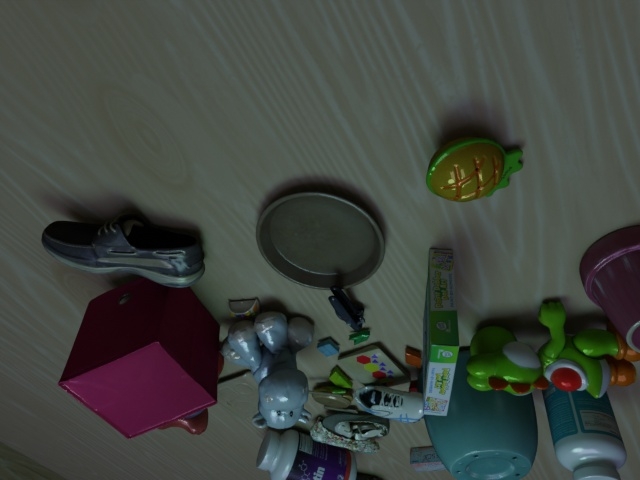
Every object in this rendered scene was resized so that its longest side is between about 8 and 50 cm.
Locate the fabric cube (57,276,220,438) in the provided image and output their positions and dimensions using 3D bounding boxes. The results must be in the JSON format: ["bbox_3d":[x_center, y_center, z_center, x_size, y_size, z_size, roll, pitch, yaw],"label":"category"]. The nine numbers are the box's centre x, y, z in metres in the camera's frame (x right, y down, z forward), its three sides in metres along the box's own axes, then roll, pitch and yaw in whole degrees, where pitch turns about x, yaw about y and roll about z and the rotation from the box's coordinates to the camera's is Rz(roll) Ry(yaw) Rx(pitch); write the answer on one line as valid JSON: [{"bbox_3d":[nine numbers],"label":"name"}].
[{"bbox_3d":[-0.419,0.271,1.138,0.254,0.258,0.259,-22,125,7],"label":"fabric cube"}]

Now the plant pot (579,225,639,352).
[{"bbox_3d":[0.610,0.103,0.859,0.201,0.180,0.201,6,133,7],"label":"plant pot"}]

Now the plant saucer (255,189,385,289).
[{"bbox_3d":[0.000,0.000,0.995,0.278,0.041,0.277,6,133,7],"label":"plant saucer"}]

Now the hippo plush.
[{"bbox_3d":[-0.137,0.347,1.173,0.235,0.236,0.294,6,133,-14],"label":"hippo plush"}]

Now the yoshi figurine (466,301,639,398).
[{"bbox_3d":[0.500,0.249,1.055,0.362,0.203,0.203,-7,166,2],"label":"yoshi figurine"}]

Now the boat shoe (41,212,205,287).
[{"bbox_3d":[-0.433,-0.002,1.047,0.356,0.132,0.130,11,123,-9],"label":"boat shoe"}]

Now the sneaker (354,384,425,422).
[{"bbox_3d":[0.184,0.432,1.237,0.086,0.085,0.237,25,155,-31],"label":"sneaker"}]

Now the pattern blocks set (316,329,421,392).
[{"bbox_3d":[0.152,0.357,1.289,0.286,0.026,0.324,-17,126,25],"label":"pattern blocks set"}]

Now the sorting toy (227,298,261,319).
[{"bbox_3d":[-0.191,0.188,1.213,0.083,0.044,0.075,-7,149,18],"label":"sorting toy"}]

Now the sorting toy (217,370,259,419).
[{"bbox_3d":[-0.241,0.500,1.503,0.208,0.038,0.193,-29,120,27],"label":"sorting toy"}]

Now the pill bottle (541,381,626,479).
[{"bbox_3d":[0.624,0.445,1.104,0.146,0.264,0.146,7,132,7],"label":"pill bottle"}]

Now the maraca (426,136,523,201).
[{"bbox_3d":[0.265,-0.119,0.796,0.186,0.099,0.127,2,140,-25],"label":"maraca"}]

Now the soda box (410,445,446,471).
[{"bbox_3d":[0.393,0.723,1.545,0.183,0.058,0.063,-19,125,27],"label":"soda box"}]

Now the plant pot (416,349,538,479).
[{"bbox_3d":[0.400,0.460,1.167,0.293,0.235,0.293,3,130,3],"label":"plant pot"}]

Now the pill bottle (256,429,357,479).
[{"bbox_3d":[-0.049,0.771,1.601,0.323,0.181,0.181,24,132,-10],"label":"pill bottle"}]

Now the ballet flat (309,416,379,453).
[{"bbox_3d":[0.086,0.638,1.527,0.241,0.091,0.077,13,100,-6],"label":"ballet flat"}]

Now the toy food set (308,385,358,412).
[{"bbox_3d":[0.039,0.477,1.418,0.133,0.038,0.192,0,146,21],"label":"toy food set"}]

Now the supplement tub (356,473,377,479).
[{"bbox_3d":[0.143,0.951,1.763,0.191,0.117,0.117,9,132,5],"label":"supplement tub"}]

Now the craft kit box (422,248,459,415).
[{"bbox_3d":[0.245,0.189,0.970,0.061,0.249,0.246,0,132,12],"label":"craft kit box"}]

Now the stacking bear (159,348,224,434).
[{"bbox_3d":[-0.372,0.415,1.373,0.175,0.164,0.289,19,122,-21],"label":"stacking bear"}]

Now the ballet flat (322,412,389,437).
[{"bbox_3d":[0.111,0.584,1.457,0.213,0.068,0.072,-3,116,5],"label":"ballet flat"}]

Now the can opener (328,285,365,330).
[{"bbox_3d":[0.058,0.163,1.089,0.073,0.059,0.186,-10,149,16],"label":"can opener"}]
